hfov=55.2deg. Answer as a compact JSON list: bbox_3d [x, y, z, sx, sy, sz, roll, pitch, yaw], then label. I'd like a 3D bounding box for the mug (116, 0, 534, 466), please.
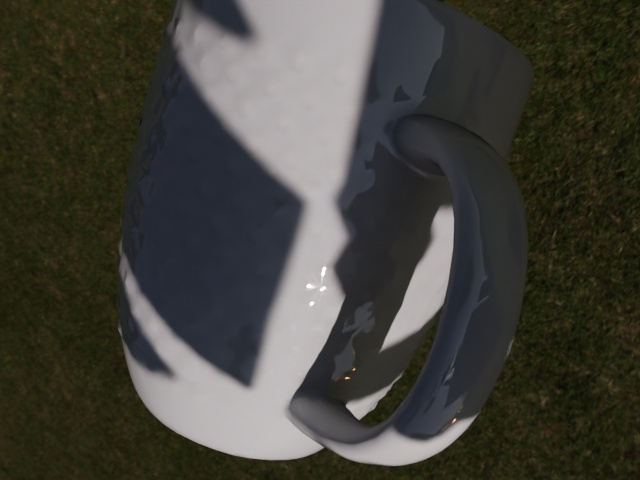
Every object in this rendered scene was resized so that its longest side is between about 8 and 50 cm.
[{"bbox_3d":[0.000,0.000,0.453,0.374,0.276,0.328,32,106,59],"label":"mug"}]
